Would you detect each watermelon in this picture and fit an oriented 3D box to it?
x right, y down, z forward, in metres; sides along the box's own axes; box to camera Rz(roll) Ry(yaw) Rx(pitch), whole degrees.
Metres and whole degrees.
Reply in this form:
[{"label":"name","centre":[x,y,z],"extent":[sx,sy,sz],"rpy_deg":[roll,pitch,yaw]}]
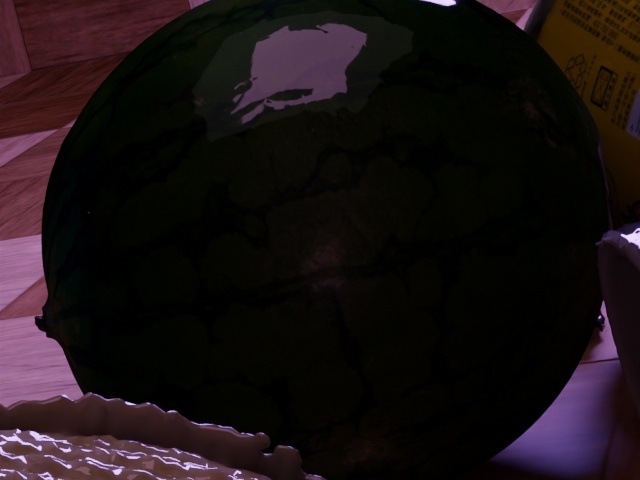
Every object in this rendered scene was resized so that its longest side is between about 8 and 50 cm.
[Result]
[{"label":"watermelon","centre":[0.000,0.000,1.199],"extent":[0.363,0.363,0.363],"rpy_deg":[-12,14,3]}]

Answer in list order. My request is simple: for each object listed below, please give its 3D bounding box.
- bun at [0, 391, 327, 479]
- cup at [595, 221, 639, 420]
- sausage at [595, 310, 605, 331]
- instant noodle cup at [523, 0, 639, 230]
[{"label":"bun","centre":[-0.092,0.211,0.693],"extent":[0.364,0.202,0.364],"rpy_deg":[13,20,-5]},{"label":"cup","centre":[0.295,0.081,0.861],"extent":[0.257,0.227,0.301],"rpy_deg":[-22,49,1]},{"label":"sausage","centre":[0.026,0.066,1.467],"extent":[0.372,0.082,0.082],"rpy_deg":[-12,14,9]},{"label":"instant noodle cup","centre":[0.314,-0.062,1.269],"extent":[0.326,0.325,0.254],"rpy_deg":[-16,23,-11]}]
